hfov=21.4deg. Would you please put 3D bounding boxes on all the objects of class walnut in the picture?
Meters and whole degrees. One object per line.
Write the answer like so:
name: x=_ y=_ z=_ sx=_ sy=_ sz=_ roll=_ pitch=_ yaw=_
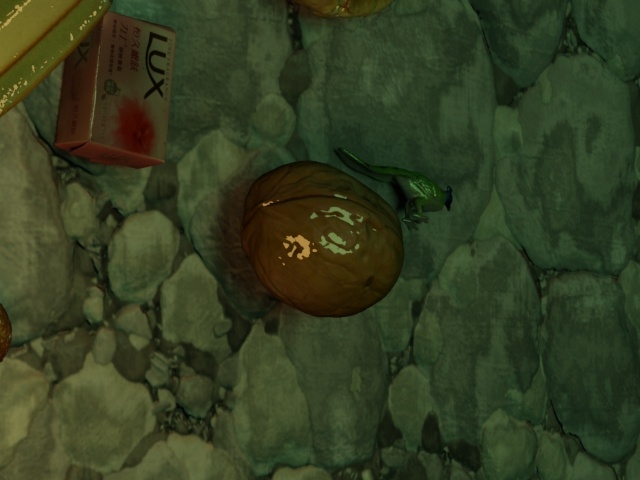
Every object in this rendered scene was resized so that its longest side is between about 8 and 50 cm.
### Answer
walnut: x=0.000 y=0.000 z=1.914 sx=0.207 sy=0.167 sz=0.167 roll=29 pitch=67 yaw=-40

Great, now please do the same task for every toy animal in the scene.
toy animal: x=0.100 y=-0.057 z=2.104 sx=0.217 sy=0.041 sz=0.075 roll=16 pitch=58 yaw=-44

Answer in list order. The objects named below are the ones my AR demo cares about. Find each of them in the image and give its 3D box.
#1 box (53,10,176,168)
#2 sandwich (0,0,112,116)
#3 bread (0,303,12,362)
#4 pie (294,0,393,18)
box: x=-0.211 y=-0.157 z=1.769 sx=0.111 sy=0.060 sz=0.156 roll=12 pitch=80 yaw=-47
sandwich: x=-0.314 y=-0.235 z=1.695 sx=0.187 sy=0.144 sz=0.117 roll=-44 pitch=126 yaw=3
bread: x=-0.334 y=0.090 z=1.625 sx=0.085 sy=0.053 sz=0.085 roll=3 pitch=86 yaw=-47
pie: x=0.014 y=-0.425 z=2.010 sx=0.339 sy=0.083 sz=0.339 roll=2 pitch=88 yaw=-49
